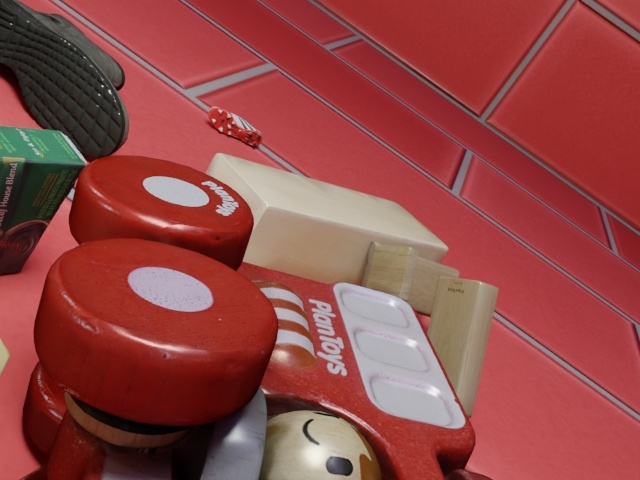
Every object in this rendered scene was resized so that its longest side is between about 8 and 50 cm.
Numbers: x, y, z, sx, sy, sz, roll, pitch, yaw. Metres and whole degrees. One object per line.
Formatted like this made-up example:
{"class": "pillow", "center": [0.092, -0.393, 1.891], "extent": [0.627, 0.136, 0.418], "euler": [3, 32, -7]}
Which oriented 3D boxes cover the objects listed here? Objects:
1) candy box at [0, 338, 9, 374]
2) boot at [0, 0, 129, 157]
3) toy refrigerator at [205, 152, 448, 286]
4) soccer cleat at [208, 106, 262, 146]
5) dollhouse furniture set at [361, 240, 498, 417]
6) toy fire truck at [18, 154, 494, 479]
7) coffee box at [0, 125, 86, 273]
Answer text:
{"class": "candy box", "center": [-0.246, -0.018, 0.301], "extent": [0.183, 0.088, 0.316], "euler": [-96, 168, -63]}
{"class": "boot", "center": [-0.255, -0.181, 0.872], "extent": [0.246, 0.083, 0.161], "euler": [43, 18, 15]}
{"class": "toy refrigerator", "center": [0.000, 0.000, 0.848], "extent": [0.270, 0.094, 0.102], "euler": [12, 25, -45]}
{"class": "soccer cleat", "center": [-0.113, -0.151, 1.072], "extent": [0.083, 0.029, 0.035], "euler": [27, 15, -28]}
{"class": "dollhouse furniture set", "center": [0.126, 0.088, 0.777], "extent": [0.123, 0.144, 0.151], "euler": [18, -9, -36]}
{"class": "toy fire truck", "center": [-0.026, 0.088, 0.442], "extent": [0.254, 0.169, 0.302], "euler": [14, 21, -16]}
{"class": "coffee box", "center": [-0.250, -0.022, 0.512], "extent": [0.040, 0.113, 0.184], "euler": [48, 24, 21]}
